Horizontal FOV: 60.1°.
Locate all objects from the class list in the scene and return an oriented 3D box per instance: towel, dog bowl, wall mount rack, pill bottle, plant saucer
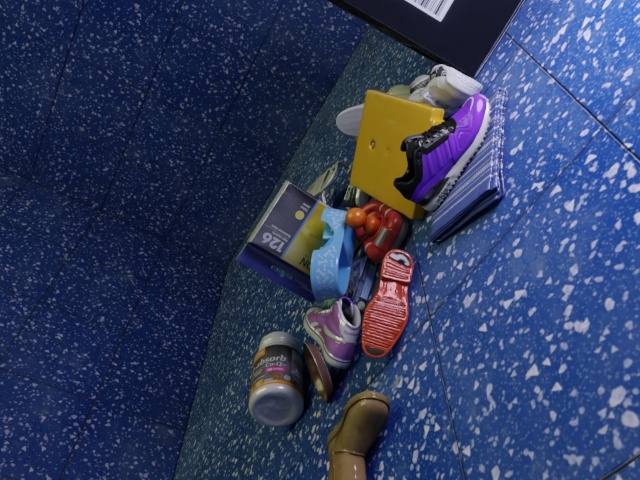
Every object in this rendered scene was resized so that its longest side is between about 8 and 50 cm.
[{"bbox_3d":[0.347,-0.171,1.288,0.243,0.040,0.335,-48,21,53],"label":"towel"},{"bbox_3d":[0.043,0.036,1.574,0.165,0.074,0.297,71,-154,-48],"label":"dog bowl"},{"bbox_3d":[0.015,-0.140,2.167,0.350,0.131,0.304,-35,30,61],"label":"wall mount rack"},{"bbox_3d":[-0.130,0.413,1.686,0.162,0.162,0.278,-58,17,24],"label":"pill bottle"},{"bbox_3d":[-0.004,0.346,1.473,0.168,0.029,0.168,160,90,-77],"label":"plant saucer"}]

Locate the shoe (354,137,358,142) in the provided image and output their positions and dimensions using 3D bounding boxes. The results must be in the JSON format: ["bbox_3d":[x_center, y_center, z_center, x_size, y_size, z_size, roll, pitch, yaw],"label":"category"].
[{"bbox_3d":[0.197,-0.373,1.858,0.219,0.076,0.058,-31,3,-40],"label":"shoe"}]

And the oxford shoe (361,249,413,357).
[{"bbox_3d":[0.158,0.158,1.311,0.098,0.097,0.271,102,-170,-63],"label":"oxford shoe"}]

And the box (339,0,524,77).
[{"bbox_3d":[0.261,-0.738,1.599,0.297,0.480,0.471,-60,16,20],"label":"box"}]

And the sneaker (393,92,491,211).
[{"bbox_3d":[0.267,-0.217,1.271,0.293,0.146,0.102,-62,12,18],"label":"sneaker"}]

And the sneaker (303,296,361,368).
[{"bbox_3d":[0.042,0.212,1.517,0.282,0.102,0.160,-138,61,-63],"label":"sneaker"}]

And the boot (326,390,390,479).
[{"bbox_3d":[0.075,0.468,1.083,0.269,0.089,0.236,-86,16,-54],"label":"boot"}]

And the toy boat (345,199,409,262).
[{"bbox_3d":[0.138,-0.044,1.537,0.150,0.151,0.231,-61,16,12],"label":"toy boat"}]

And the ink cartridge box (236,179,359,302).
[{"bbox_3d":[-0.059,0.016,1.753,0.307,0.304,0.072,-58,16,5],"label":"ink cartridge box"}]

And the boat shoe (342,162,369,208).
[{"bbox_3d":[0.140,-0.224,1.911,0.079,0.095,0.254,4,70,29],"label":"boat shoe"}]

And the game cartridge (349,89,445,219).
[{"bbox_3d":[0.201,-0.241,1.500,0.324,0.053,0.285,39,125,53],"label":"game cartridge"}]

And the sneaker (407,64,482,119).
[{"bbox_3d":[0.305,-0.345,1.509,0.210,0.138,0.366,-64,11,7],"label":"sneaker"}]

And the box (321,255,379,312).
[{"bbox_3d":[0.082,0.144,1.629,0.233,0.044,0.159,-30,37,64],"label":"box"}]

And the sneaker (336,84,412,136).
[{"bbox_3d":[0.201,-0.424,1.800,0.169,0.293,0.108,-80,-20,-56],"label":"sneaker"}]
